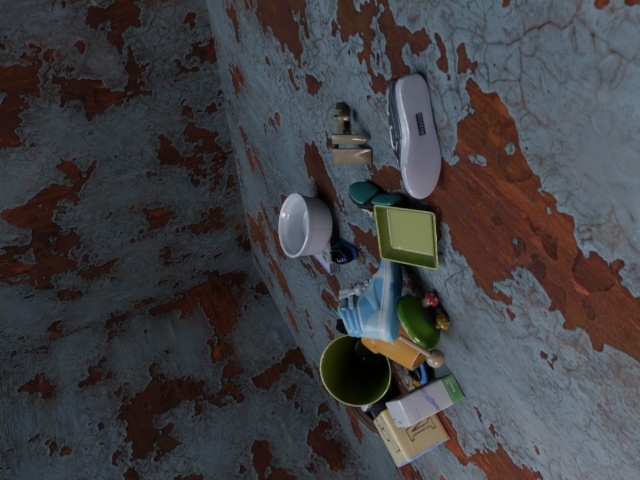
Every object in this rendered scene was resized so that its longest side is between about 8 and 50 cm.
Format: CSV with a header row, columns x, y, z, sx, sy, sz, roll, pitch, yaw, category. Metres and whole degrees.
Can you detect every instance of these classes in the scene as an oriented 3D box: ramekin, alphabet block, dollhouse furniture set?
x,y,z,sx,sy,sz,roll,pitch,yaw,category
-0.064,-0.063,2.096,0.277,0.135,0.278,-6,83,59,ramekin
0.344,0.724,1.848,0.197,0.193,0.192,60,159,25,alphabet block
0.108,-0.349,1.562,0.151,0.123,0.144,-79,-12,-47,dollhouse furniture set

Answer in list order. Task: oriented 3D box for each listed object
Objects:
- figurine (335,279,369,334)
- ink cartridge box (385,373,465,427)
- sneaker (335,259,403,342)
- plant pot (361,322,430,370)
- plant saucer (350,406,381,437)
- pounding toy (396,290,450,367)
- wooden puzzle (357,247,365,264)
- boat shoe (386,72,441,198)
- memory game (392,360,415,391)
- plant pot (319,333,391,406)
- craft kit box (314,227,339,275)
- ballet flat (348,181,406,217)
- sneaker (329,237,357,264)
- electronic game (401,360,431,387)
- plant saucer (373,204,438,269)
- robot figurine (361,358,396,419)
x,y,z,sx,sy,sz,roll,pitch,yaw,category
0.148,0.276,2.002,0.209,0.092,0.215,143,135,-66,figurine
0.341,0.531,1.589,0.093,0.212,0.154,63,162,16,ink cartridge box
0.152,0.169,1.557,0.127,0.208,0.319,52,-139,-48,sneaker
0.274,0.327,1.620,0.188,0.205,0.205,37,148,31,plant pot
0.263,0.814,2.202,0.277,0.041,0.278,30,-175,-3,plant saucer
0.327,0.242,1.445,0.183,0.110,0.237,43,-152,-16,pounding toy
0.162,0.066,1.926,0.049,0.006,0.083,62,162,21,wooden puzzle
0.221,-0.256,1.201,0.102,0.108,0.302,26,133,65,boat shoe
0.315,0.500,1.837,0.186,0.012,0.186,157,90,-81,memory game
0.169,0.480,1.937,0.275,0.274,0.293,67,-164,4,plant pot
0.000,0.000,2.260,0.250,0.060,0.247,48,156,49,craft kit box
0.178,-0.112,1.533,0.280,0.095,0.096,37,157,59,ballet flat
0.072,0.048,2.026,0.232,0.090,0.082,-158,50,-71,sneaker
0.335,0.444,1.784,0.229,0.048,0.229,57,160,34,electronic game
0.254,-0.020,1.382,0.188,0.045,0.189,11,127,34,plant saucer
0.232,0.647,2.137,0.278,0.173,0.209,64,152,14,robot figurine
